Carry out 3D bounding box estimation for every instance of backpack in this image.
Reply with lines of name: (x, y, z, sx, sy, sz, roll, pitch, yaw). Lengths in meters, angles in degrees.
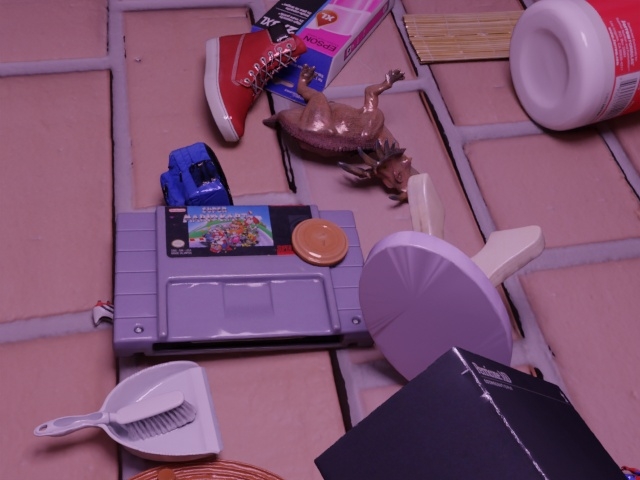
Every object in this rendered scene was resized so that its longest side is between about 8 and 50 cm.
backpack: (-0.195, -0.090, 1.165, 0.101, 0.098, 0.120, -15, 55, -12)

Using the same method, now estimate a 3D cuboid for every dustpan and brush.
dustpan and brush: (-0.239, 0.219, 0.932, 0.211, 0.060, 0.147, -15, 44, -9)

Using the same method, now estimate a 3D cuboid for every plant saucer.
plant saucer: (0.000, 0.000, 1.086, 0.083, 0.013, 0.083, 6, 51, -8)

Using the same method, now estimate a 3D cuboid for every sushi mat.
sushi mat: (0.329, -0.410, 1.510, 0.316, 0.019, 0.151, -5, 53, -8)

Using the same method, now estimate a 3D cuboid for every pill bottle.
pill bottle: (0.566, -0.348, 1.347, 0.407, 0.229, 0.229, -16, 55, -17)

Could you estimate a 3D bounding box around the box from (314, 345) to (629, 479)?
box: (0.211, 0.297, 0.723, 0.179, 0.343, 0.312, -42, 57, 15)

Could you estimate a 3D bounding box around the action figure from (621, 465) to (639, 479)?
action figure: (0.384, 0.303, 0.946, 0.115, 0.030, 0.038, 3, 47, -5)

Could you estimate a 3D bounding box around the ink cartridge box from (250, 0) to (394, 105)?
ink cartridge box: (-0.007, -0.413, 1.462, 0.176, 0.069, 0.371, 25, 56, 14)

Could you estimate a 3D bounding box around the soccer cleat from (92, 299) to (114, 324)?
soccer cleat: (-0.275, 0.102, 1.053, 0.083, 0.029, 0.035, 0, 67, -7)

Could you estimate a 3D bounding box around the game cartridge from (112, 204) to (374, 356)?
game cartridge: (-0.109, 0.048, 1.070, 0.355, 0.068, 0.230, -1, 56, -12)

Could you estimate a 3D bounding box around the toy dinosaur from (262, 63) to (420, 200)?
toy dinosaur: (0.031, -0.175, 1.241, 0.295, 0.127, 0.200, 8, 58, 9)

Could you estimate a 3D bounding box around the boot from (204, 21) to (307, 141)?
boot: (-0.105, -0.283, 1.304, 0.176, 0.088, 0.244, -12, 53, 7)

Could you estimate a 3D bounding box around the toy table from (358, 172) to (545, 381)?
toy table: (0.159, 0.061, 0.986, 0.252, 0.274, 0.161, 0, 40, 21)

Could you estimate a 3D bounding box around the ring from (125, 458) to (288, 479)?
ring: (-0.120, 0.366, 0.798, 0.336, 0.032, 0.336, 7, 37, -6)
